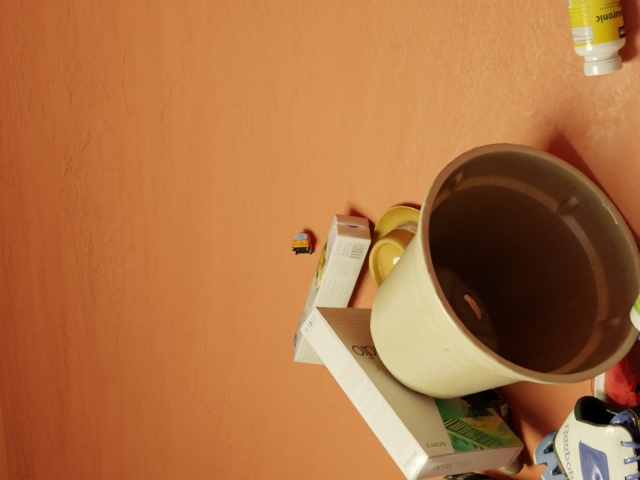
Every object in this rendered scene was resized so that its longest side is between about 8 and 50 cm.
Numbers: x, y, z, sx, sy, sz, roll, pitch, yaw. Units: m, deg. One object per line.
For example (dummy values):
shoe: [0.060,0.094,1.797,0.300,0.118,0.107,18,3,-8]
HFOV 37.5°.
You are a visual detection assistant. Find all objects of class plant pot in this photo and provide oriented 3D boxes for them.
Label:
plant pot: [0.226,0.081,1.338,0.334,0.334,0.305,57,149,9]

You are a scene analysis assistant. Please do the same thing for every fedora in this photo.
fedora: [0.136,0.042,1.562,0.194,0.079,0.194,23,125,38]

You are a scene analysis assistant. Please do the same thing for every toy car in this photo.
toy car: [0.000,0.000,1.731,0.122,0.060,0.040,-7,74,26]

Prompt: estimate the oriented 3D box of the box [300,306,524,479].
box: [0.140,0.228,1.470,0.322,0.232,0.058,52,122,37]

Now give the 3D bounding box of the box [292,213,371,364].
box: [0.017,0.094,1.707,0.063,0.067,0.324,-95,17,-49]

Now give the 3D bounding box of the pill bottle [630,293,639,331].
pill bottle: [0.484,0.019,1.113,0.136,0.136,0.245,35,112,31]

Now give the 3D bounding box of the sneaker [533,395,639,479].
sneaker: [0.412,0.319,1.229,0.315,0.127,0.182,53,142,42]

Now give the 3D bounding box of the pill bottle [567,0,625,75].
pill bottle: [0.351,-0.271,1.194,0.065,0.065,0.116,3,111,46]

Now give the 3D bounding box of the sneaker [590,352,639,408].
sneaker: [0.456,0.229,1.331,0.128,0.087,0.221,14,131,33]

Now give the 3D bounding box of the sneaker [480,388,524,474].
sneaker: [0.283,0.293,1.540,0.188,0.066,0.071,57,138,9]

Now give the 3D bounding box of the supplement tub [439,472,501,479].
supplement tub: [0.331,0.501,1.484,0.338,0.207,0.207,7,114,45]

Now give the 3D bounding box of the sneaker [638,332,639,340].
sneaker: [0.487,0.145,1.259,0.135,0.058,0.052,23,124,37]
